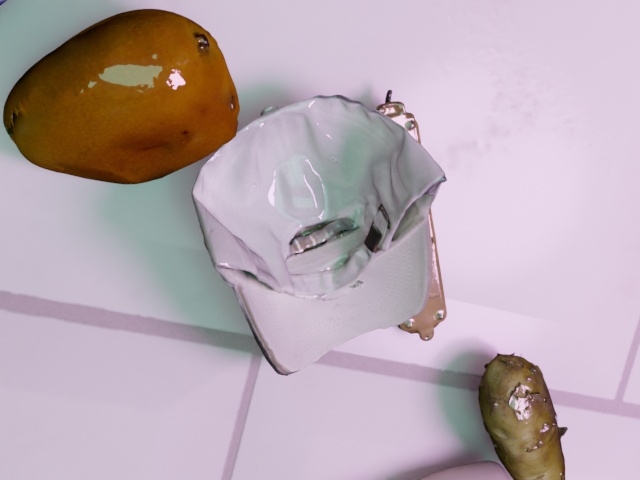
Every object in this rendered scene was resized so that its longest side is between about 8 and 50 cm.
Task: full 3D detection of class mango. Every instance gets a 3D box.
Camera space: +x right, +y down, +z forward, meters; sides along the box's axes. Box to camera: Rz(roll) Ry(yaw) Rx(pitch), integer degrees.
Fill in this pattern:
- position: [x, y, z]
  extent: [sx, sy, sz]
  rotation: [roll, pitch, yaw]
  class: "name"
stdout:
- position: [-0.213, -0.149, 1.060]
  extent: [0.236, 0.136, 0.166]
  rotation: [-27, 152, 12]
  class: "mango"

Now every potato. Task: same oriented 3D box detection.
- position: [0.256, 0.238, 1.287]
  extent: [0.090, 0.117, 0.226]
  rotation: [-11, 118, 23]
  class: "potato"

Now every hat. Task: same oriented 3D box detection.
- position: [0.001, 0.001, 1.167]
  extent: [0.257, 0.168, 0.301]
  rotation: [-21, 132, -8]
  class: "hat"

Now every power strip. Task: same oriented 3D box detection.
- position: [0.099, -0.027, 1.225]
  extent: [0.064, 0.044, 0.305]
  rotation: [-14, 107, -12]
  class: "power strip"

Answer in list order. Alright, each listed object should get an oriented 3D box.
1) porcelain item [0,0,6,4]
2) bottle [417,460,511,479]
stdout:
- position: [-0.341, -0.293, 0.990]
  extent: [0.114, 0.147, 0.147]
  rotation: [-35, 108, -6]
  class: "porcelain item"
- position: [0.120, 0.360, 1.267]
  extent: [0.236, 0.147, 0.148]
  rotation: [-9, 104, -5]
  class: "bottle"
